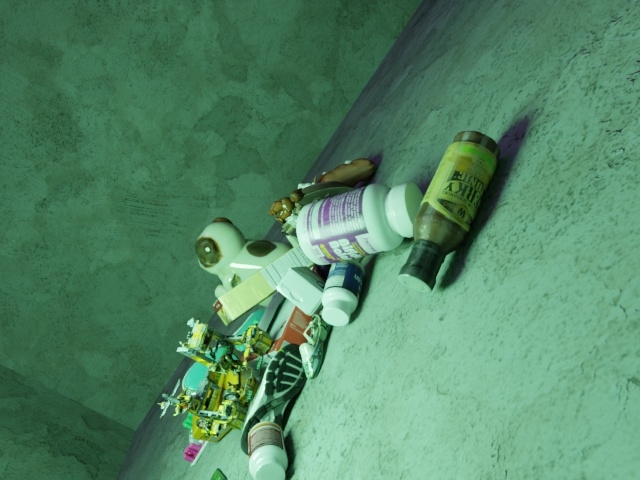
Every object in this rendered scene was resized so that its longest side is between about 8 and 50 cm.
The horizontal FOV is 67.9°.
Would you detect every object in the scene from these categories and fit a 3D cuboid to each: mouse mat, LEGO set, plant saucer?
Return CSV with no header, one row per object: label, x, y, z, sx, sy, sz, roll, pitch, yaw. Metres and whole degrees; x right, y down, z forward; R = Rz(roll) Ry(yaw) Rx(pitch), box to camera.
mouse mat,-0.326,0.752,1.347,0.190,0.007,0.152,-63,15,-22
LEGO set,-0.301,0.355,1.325,0.254,0.192,0.331,-2,57,41
plant saucer,-0.010,-0.137,1.733,0.310,0.310,0.050,-41,61,50

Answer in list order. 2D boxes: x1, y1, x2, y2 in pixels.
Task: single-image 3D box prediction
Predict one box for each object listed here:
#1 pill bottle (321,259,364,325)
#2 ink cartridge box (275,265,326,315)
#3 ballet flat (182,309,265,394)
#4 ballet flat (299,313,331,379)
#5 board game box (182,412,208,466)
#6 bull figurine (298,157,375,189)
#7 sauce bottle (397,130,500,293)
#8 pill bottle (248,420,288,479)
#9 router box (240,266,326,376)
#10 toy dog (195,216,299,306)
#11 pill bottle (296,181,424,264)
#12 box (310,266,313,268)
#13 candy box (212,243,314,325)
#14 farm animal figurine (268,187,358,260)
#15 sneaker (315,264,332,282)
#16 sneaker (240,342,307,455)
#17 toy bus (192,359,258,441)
pill bottle,0.056,0.134,1.232,0.094,0.094,0.169,-45,18,42
ink cartridge box,-0.035,0.138,1.346,0.072,0.127,0.175,-54,-11,6
ballet flat,-0.308,0.416,1.695,0.400,0.139,0.139,-43,5,-30
ballet flat,-0.022,0.273,1.253,0.070,0.070,0.188,-45,18,40
board game box,-0.425,0.632,1.888,0.390,0.050,0.390,-59,14,-10
bull figurine,0.065,-0.239,1.851,0.310,0.101,0.188,-19,16,1
sauce bottle,0.255,-0.058,0.948,0.345,0.111,0.111,-63,14,-18
pill bottle,-0.118,0.480,1.061,0.086,0.086,0.152,-56,13,2
router box,-0.119,0.274,1.557,0.335,0.082,0.301,-38,23,54
toy dog,-0.294,0.088,1.853,0.395,0.407,0.285,-52,14,45
pill bottle,0.103,-0.044,1.174,0.301,0.169,0.169,-15,38,35
box,-0.049,0.145,1.748,0.083,0.018,0.067,-51,15,26
candy box,-0.186,0.143,1.535,0.316,0.088,0.183,-35,-2,-24
farm animal figurine,0.016,-0.044,1.500,0.172,0.330,0.327,-50,-12,-9
sneaker,0.018,0.092,1.406,0.051,0.089,0.170,-53,-11,2
sneaker,-0.129,0.407,1.242,0.300,0.111,0.121,-61,9,-25
toy bus,-0.302,0.514,1.511,0.333,0.130,0.108,-49,33,30
